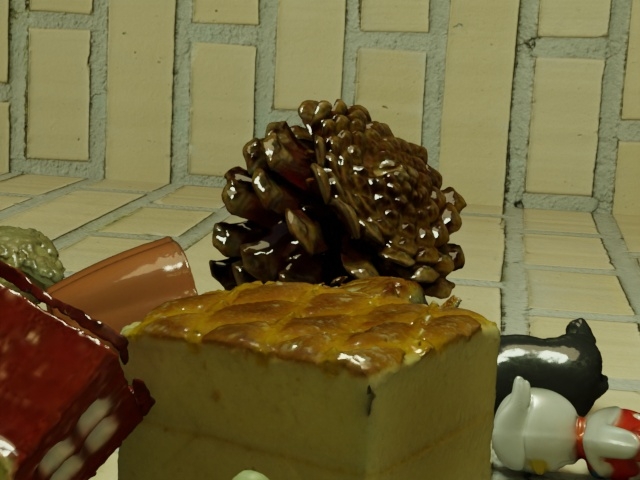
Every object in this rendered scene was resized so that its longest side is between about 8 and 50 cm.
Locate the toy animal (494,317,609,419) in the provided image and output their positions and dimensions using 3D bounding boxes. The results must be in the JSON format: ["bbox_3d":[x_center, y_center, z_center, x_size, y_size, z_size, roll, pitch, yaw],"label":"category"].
[{"bbox_3d":[0.168,0.165,1.548,0.343,0.106,0.168,-5,18,-8],"label":"toy animal"}]

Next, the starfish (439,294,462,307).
[{"bbox_3d":[0.074,0.128,1.693,0.227,0.043,0.240,-17,-12,-12],"label":"starfish"}]

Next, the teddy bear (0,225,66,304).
[{"bbox_3d":[-0.493,0.052,1.854,0.256,0.156,0.267,1,9,-20],"label":"teddy bear"}]

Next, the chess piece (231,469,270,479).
[{"bbox_3d":[0.045,0.262,0.919,0.251,0.144,0.144,12,12,15],"label":"chess piece"}]

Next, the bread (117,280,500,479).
[{"bbox_3d":[-0.007,0.160,1.219,0.279,0.207,0.279,8,12,33],"label":"bread"}]

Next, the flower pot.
[{"bbox_3d":[-0.244,0.102,1.616,0.173,0.191,0.190,-13,14,-14],"label":"flower pot"}]

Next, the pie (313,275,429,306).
[{"bbox_3d":[-0.008,0.110,1.521,0.308,0.085,0.308,-26,8,4],"label":"pie"}]

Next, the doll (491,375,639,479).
[{"bbox_3d":[0.350,0.211,1.348,0.383,0.099,0.188,7,-7,12],"label":"doll"}]

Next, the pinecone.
[{"bbox_3d":[0.000,0.000,1.898,0.384,0.385,0.384,3,10,0],"label":"pinecone"}]

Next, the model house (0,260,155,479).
[{"bbox_3d":[-0.291,0.154,1.059,0.196,0.160,0.254,29,63,16],"label":"model house"}]
